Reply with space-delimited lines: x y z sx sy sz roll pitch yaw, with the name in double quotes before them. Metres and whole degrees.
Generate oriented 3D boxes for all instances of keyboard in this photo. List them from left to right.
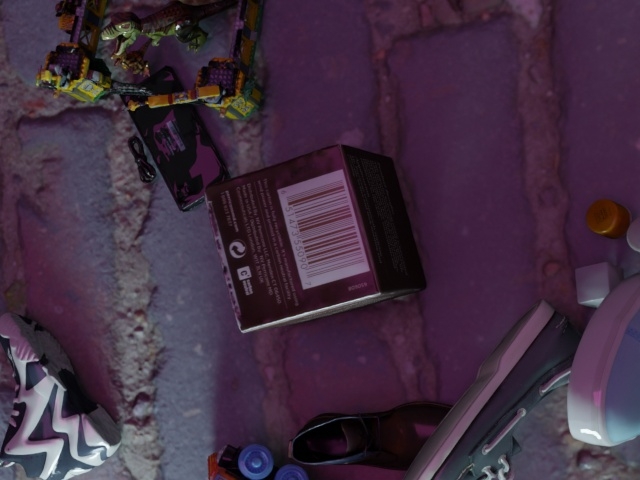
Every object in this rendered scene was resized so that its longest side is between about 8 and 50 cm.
"keyboard" -0.197 -0.125 1.356 0.108 0.023 0.180 -31 79 10

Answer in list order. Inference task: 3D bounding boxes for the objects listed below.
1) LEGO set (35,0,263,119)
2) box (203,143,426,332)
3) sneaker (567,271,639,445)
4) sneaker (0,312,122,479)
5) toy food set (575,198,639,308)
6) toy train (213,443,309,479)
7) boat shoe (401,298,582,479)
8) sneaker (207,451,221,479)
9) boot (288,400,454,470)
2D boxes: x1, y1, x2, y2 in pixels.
"LEGO set" -0.220 -0.279 1.263 0.331 0.192 0.255 17 87 20
"box" 0.000 0.000 1.189 0.167 0.203 0.169 -17 83 18
"sneaker" 0.374 0.087 0.968 0.150 0.366 0.135 8 118 49
"sneaker" -0.385 0.222 1.376 0.153 0.094 0.235 -40 87 6
"toy food set" 0.353 0.071 1.134 0.111 0.104 0.232 -18 65 41
"toy train" -0.052 0.316 1.245 0.184 0.080 0.105 29 73 1
"boat shoe" 0.184 0.214 1.140 0.099 0.116 0.319 38 78 2
"sneaker" -0.094 0.342 1.302 0.067 0.064 0.175 -22 86 -5
"boot" 0.069 0.233 1.212 0.219 0.106 0.082 -9 86 19
